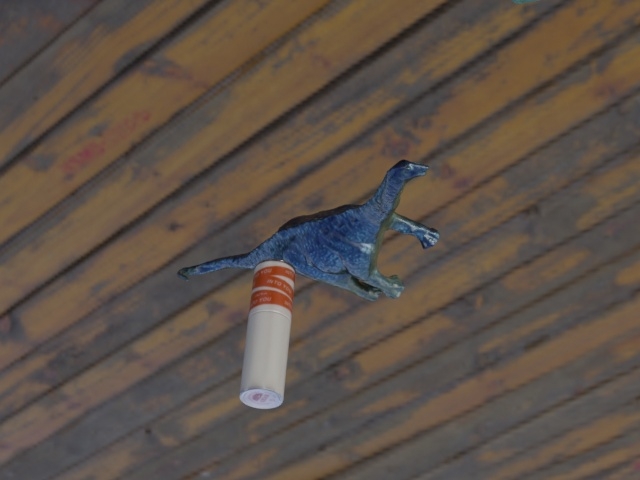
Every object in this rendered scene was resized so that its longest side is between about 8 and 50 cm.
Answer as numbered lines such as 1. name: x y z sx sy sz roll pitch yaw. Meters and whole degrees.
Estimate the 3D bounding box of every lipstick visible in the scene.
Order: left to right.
1. lipstick: -0.045 0.080 1.010 0.038 0.130 0.038 3 144 2

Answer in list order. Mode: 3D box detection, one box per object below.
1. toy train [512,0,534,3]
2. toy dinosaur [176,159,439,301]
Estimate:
1. toy train: 0.334 -0.446 1.664 0.238 0.166 0.299 -7 167 19
2. toy dinosaur: 0.011 0.003 1.153 0.147 0.076 0.363 28 149 -33
